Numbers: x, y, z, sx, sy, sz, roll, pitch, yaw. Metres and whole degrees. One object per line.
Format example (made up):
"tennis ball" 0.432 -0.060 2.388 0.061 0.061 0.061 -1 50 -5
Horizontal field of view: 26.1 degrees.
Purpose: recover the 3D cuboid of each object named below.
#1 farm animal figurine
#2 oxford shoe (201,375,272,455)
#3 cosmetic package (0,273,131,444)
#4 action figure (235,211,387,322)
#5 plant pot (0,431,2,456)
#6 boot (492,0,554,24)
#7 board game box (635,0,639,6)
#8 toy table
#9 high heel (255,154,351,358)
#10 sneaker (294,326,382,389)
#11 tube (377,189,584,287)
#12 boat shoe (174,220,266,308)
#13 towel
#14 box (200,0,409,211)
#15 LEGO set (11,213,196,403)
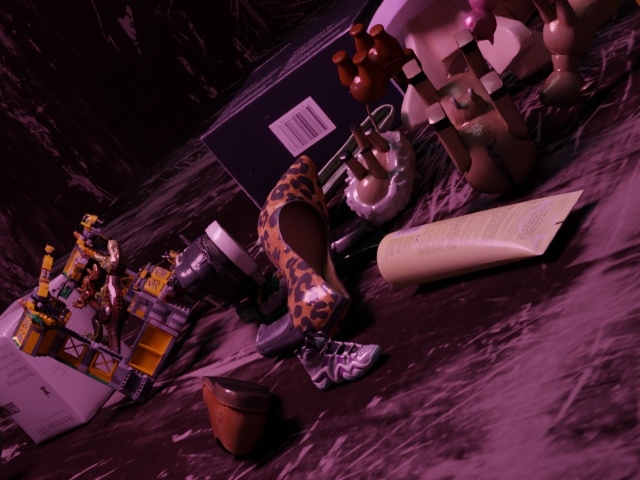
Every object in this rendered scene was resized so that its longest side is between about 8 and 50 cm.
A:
"farm animal figurine" 0.191 -0.170 1.572 0.330 0.172 0.327 -19 41 22
"oxford shoe" -0.094 0.185 1.466 0.212 0.076 0.076 -168 87 -86
"cosmetic package" -0.410 0.181 2.095 0.151 0.183 0.151 -27 18 45
"action figure" -0.018 0.034 1.760 0.232 0.063 0.137 -40 16 19
"plant pot" -0.619 0.353 1.949 0.293 0.293 0.235 -34 30 26
"boot" 0.298 -0.375 2.181 0.197 0.073 0.152 -25 17 12
"board game box" 0.454 -0.315 1.616 0.124 0.039 0.259 -40 10 5
"toy table" 0.176 -0.256 1.786 0.252 0.161 0.274 -30 -11 -13
"high heel" 0.000 0.000 1.597 0.186 0.093 0.261 -29 48 57
"sneaker" 0.011 0.110 1.395 0.098 0.069 0.038 -30 18 40
"tube" 0.155 0.003 1.386 0.240 0.062 0.070 -16 71 50
"boat shoe" -0.137 0.040 1.837 0.091 0.114 0.302 -42 -10 -3
"towel" 0.012 -0.084 1.877 0.248 0.038 0.325 -49 -1 4
"box" 0.014 -0.257 2.347 0.343 0.179 0.312 -33 16 29
"LEGO set" -0.270 0.056 1.953 0.192 0.255 0.331 -60 -4 25
